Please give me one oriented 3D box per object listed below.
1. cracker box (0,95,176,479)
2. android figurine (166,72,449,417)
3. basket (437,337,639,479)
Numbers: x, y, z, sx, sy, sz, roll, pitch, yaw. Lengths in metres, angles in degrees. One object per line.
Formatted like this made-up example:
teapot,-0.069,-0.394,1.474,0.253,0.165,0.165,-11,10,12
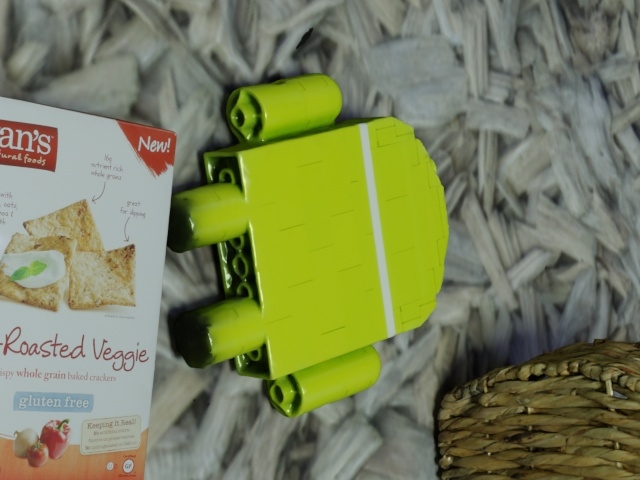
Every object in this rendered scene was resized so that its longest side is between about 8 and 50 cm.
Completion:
cracker box,-0.177,0.034,0.908,0.155,0.067,0.232,8,85,-44
android figurine,0.000,0.000,1.088,0.273,0.056,0.248,-19,104,-42
basket,0.272,0.183,1.190,0.223,0.299,0.213,-7,95,-42
